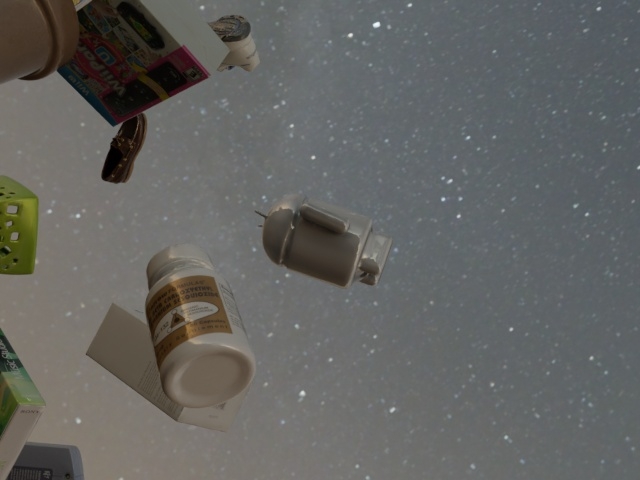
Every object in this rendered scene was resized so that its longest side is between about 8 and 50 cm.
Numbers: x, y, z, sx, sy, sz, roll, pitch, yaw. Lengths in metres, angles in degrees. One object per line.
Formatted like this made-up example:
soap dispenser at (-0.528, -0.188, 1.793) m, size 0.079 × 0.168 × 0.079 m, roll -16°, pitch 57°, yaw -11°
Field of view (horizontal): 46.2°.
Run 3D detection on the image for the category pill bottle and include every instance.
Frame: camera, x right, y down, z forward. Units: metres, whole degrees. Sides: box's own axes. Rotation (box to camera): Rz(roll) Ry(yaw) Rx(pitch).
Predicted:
pill bottle at (-0.182, 0.113, 1.078) m, size 0.229 × 0.131 × 0.131 m, roll -117°, pitch -155°, yaw -45°

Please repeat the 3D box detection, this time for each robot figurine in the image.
robot figurine at (0.000, 0.000, 1.926) m, size 0.354 × 0.199 × 0.300 m, roll 19°, pitch -29°, yaw 4°

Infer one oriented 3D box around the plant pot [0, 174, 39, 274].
plant pot at (-0.896, -0.038, 1.988) m, size 0.228 × 0.207 × 0.227 m, roll 25°, pitch -67°, yaw 42°

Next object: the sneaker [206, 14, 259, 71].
sneaker at (-0.265, -0.448, 1.734) m, size 0.297 × 0.111 × 0.129 m, roll 21°, pitch -27°, yaw 36°

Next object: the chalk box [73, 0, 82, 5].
chalk box at (-0.511, -0.522, 1.934) m, size 0.289 × 0.179 × 0.180 m, roll 50°, pitch -23°, yaw 33°

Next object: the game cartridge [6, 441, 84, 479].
game cartridge at (-0.605, 0.581, 1.598) m, size 0.196 × 0.060 × 0.294 m, roll 3°, pitch -98°, yaw 10°

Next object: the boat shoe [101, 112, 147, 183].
boat shoe at (-0.522, -0.245, 1.990) m, size 0.073 × 0.073 × 0.207 m, roll 31°, pitch -72°, yaw 35°

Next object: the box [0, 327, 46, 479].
box at (-0.607, 0.274, 1.306) m, size 0.322 × 0.058 × 0.232 m, roll 39°, pitch -76°, yaw 36°

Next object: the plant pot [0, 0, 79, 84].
plant pot at (-0.566, -0.344, 1.219) m, size 0.263 × 0.229 × 0.263 m, roll 16°, pitch -45°, yaw 16°

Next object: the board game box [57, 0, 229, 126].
board game box at (-0.357, -0.359, 1.398) m, size 0.303 × 0.097 × 0.224 m, roll -14°, pitch -50°, yaw 41°

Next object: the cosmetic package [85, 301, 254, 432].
cosmetic package at (-0.363, 0.300, 1.802) m, size 0.366 × 0.155 × 0.197 m, roll 22°, pitch -7°, yaw 38°
